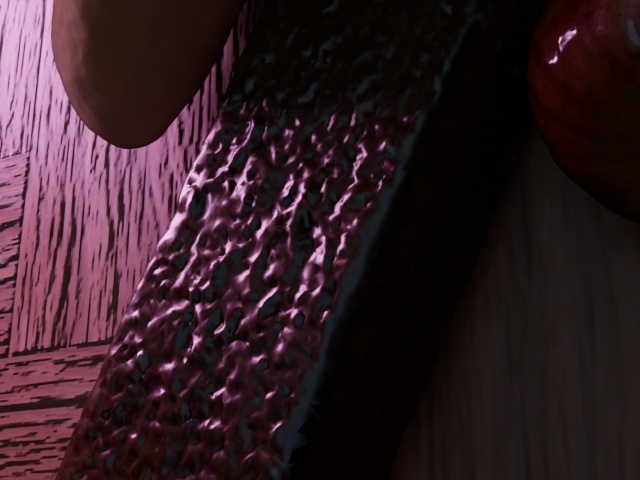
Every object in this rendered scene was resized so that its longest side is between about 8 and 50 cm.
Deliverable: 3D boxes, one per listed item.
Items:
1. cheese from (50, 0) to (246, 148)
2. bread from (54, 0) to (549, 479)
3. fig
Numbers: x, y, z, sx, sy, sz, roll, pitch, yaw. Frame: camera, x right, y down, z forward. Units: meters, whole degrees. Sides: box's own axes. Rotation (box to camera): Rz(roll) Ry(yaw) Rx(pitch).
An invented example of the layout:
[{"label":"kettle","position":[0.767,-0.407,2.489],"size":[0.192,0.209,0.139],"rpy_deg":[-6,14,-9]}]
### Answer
[{"label":"cheese","position":[-0.073,-0.204,0.572],"size":[0.130,0.351,0.328],"rpy_deg":[25,98,-10]},{"label":"bread","position":[0.000,0.000,0.561],"size":[0.165,0.113,0.416],"rpy_deg":[19,82,32]},{"label":"fig","position":[0.177,-0.084,0.483],"size":[0.148,0.202,0.149],"rpy_deg":[41,102,-4]}]
